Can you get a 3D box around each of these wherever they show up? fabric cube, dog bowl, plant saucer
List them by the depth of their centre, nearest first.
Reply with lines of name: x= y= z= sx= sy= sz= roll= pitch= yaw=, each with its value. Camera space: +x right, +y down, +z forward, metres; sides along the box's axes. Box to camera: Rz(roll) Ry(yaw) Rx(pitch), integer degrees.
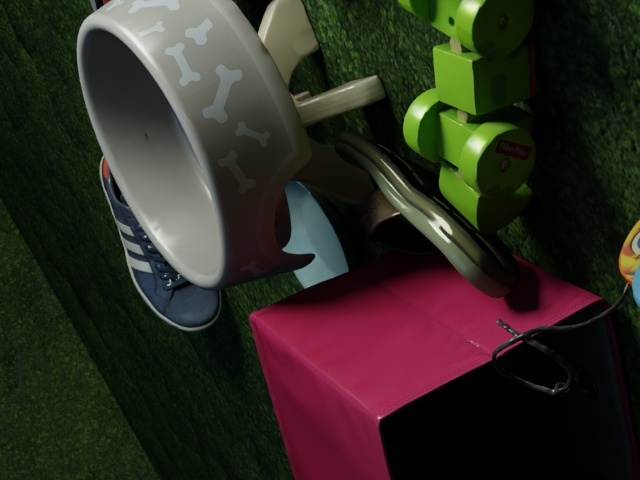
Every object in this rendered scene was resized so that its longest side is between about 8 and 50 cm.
fabric cube: x=0.121 y=0.169 z=1.266 sx=0.258 sy=0.259 sz=0.254 roll=31 pitch=142 yaw=57
dog bowl: x=-0.135 y=-0.104 z=1.329 sx=0.349 sy=0.102 sz=0.348 roll=48 pitch=154 yaw=33
plant saucer: x=0.000 y=0.000 z=1.648 sx=0.195 sy=0.037 sz=0.195 roll=50 pitch=154 yaw=35

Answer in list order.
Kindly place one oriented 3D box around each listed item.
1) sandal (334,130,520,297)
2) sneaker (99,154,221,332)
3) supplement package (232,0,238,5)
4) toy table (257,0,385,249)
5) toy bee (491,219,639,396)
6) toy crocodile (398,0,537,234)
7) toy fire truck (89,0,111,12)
sandal: x=0.083 y=-0.023 z=1.264 sx=0.086 sy=0.120 sz=0.303 roll=-56 pitch=34 yaw=14
sneaker: x=-0.265 y=-0.017 z=2.103 sx=0.350 sy=0.131 sz=0.148 roll=61 pitch=162 yaw=10
supplement package: x=-0.155 y=-0.313 z=1.479 sx=0.105 sy=0.105 sz=0.179 roll=24 pitch=131 yaw=14
toy table: x=-0.051 y=-0.138 z=1.450 sx=0.252 sy=0.161 sz=0.274 roll=21 pitch=133 yaw=59
toy bee: x=0.272 y=0.010 z=0.917 sx=0.298 sy=0.162 sz=0.195 roll=7 pitch=142 yaw=29
toy crocodile: x=0.139 y=-0.153 z=1.105 sx=0.115 sy=0.105 sz=0.340 roll=38 pitch=142 yaw=49
toy fire truck: x=-0.203 y=-0.344 z=1.629 sx=0.246 sy=0.158 sz=0.217 roll=-123 pitch=21 yaw=-46
